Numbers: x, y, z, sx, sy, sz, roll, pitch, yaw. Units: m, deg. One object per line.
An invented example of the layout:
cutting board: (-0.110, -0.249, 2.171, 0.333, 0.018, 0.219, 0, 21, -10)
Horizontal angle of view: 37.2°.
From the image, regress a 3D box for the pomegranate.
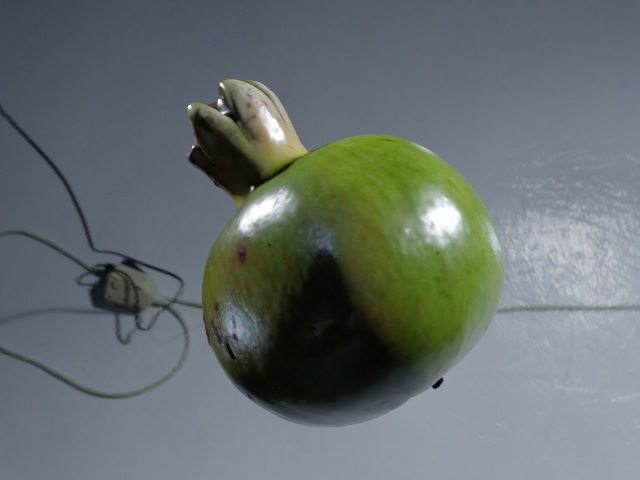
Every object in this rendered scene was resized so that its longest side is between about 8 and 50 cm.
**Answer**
pomegranate: (0.013, 0.001, 0.547, 0.179, 0.179, 0.210, -11, 100, 16)
